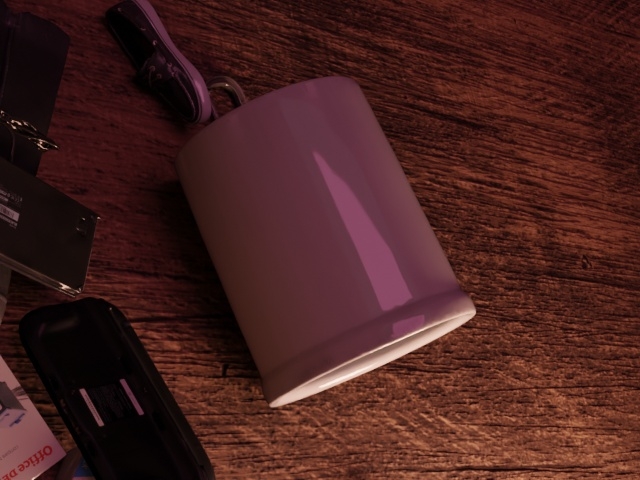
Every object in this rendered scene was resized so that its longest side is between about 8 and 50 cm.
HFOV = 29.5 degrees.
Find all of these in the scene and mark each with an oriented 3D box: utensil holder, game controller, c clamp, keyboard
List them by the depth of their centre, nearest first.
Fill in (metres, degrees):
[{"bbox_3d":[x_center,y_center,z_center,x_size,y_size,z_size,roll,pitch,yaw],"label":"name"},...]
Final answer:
[{"bbox_3d":[-0.386,-0.072,1.470,0.317,0.033,0.201,36,54,-48],"label":"keyboard"},{"bbox_3d":[-0.257,0.209,1.541,0.166,0.067,0.319,-14,63,-46],"label":"game controller"},{"bbox_3d":[0.000,0.000,1.765,0.327,0.327,0.385,-13,76,-47],"label":"utensil holder"},{"bbox_3d":[-0.151,-0.195,1.956,0.137,0.022,0.160,-8,73,-46],"label":"c clamp"}]

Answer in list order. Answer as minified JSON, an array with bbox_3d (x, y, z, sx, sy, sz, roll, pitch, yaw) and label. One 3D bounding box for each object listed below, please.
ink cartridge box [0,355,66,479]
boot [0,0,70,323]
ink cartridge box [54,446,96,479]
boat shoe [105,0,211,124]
[{"bbox_3d":[-0.412,0.218,1.421,0.190,0.082,0.139,55,42,-2],"label":"ink cartridge box"},{"bbox_3d":[-0.501,-0.148,1.487,0.367,0.146,0.445,35,51,-41],"label":"boot"},{"bbox_3d":[-0.247,0.342,1.519,0.181,0.061,0.104,37,45,-23],"label":"ink cartridge box"},{"bbox_3d":[-0.254,-0.271,1.863,0.076,0.080,0.228,-27,86,-42],"label":"boat shoe"}]
